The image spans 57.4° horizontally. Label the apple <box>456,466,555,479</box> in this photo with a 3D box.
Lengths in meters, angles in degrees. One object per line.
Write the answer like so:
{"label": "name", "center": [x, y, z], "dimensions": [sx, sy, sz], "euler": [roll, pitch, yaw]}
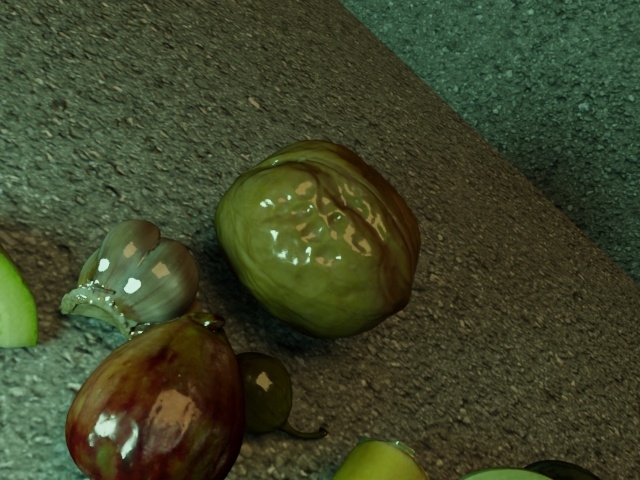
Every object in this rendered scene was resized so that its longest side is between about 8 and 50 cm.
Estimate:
{"label": "apple", "center": [0.295, 0.495, 0.879], "dimensions": [0.292, 0.254, 0.291], "euler": [-18, 90, -84]}

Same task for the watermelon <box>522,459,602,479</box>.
{"label": "watermelon", "center": [0.447, 0.513, 1.073], "dimensions": [0.212, 0.212, 0.212], "euler": [24, 41, -22]}

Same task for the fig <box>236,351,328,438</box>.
{"label": "fig", "center": [-0.072, 0.275, 0.952], "dimensions": [0.236, 0.124, 0.124], "euler": [49, 30, -31]}

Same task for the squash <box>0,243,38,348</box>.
{"label": "squash", "center": [-0.528, 0.043, 0.822], "dimensions": [0.237, 0.155, 0.203], "euler": [11, 84, -37]}

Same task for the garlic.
{"label": "garlic", "center": [-0.263, 0.072, 0.913], "dimensions": [0.214, 0.160, 0.191], "euler": [35, 42, -5]}

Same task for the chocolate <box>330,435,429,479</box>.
{"label": "chocolate", "center": [0.003, 0.469, 0.788], "dimensions": [0.162, 0.162, 0.445], "euler": [47, 41, 6]}

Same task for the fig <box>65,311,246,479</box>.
{"label": "fig", "center": [-0.203, 0.225, 0.780], "dimensions": [0.224, 0.224, 0.263], "euler": [37, 34, -7]}

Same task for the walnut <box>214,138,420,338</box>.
{"label": "walnut", "center": [0.000, 0.000, 1.094], "dimensions": [0.398, 0.308, 0.354], "euler": [42, 49, 9]}
